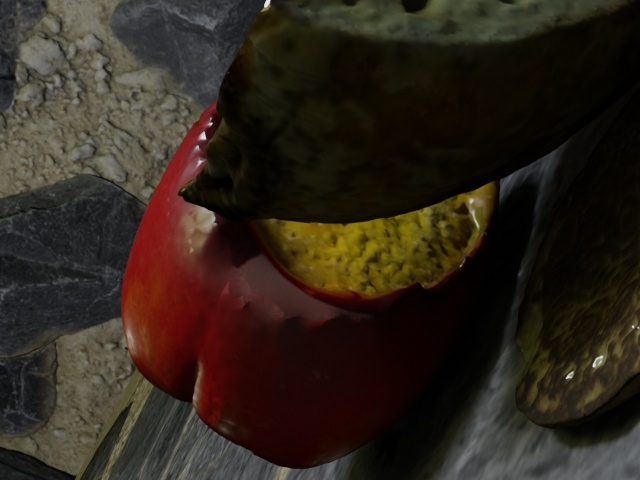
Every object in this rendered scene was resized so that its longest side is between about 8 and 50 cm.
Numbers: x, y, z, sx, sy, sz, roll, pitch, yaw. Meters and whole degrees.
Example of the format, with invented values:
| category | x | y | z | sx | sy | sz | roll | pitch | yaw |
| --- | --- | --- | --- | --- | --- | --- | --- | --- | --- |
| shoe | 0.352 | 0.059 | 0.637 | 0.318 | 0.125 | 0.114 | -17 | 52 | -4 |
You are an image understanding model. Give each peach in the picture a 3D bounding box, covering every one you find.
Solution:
| category | x | y | z | sx | sy | sz | roll | pitch | yaw |
| --- | --- | --- | --- | --- | --- | --- | --- | --- | --- |
| peach | 0.000 | 0.000 | 0.750 | 0.190 | 0.196 | 0.226 | 30 | 89 | 44 |

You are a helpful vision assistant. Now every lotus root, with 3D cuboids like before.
| category | x | y | z | sx | sy | sz | roll | pitch | yaw |
| --- | --- | --- | --- | --- | --- | --- | --- | --- | --- |
| lotus root | 0.082 | -0.104 | 0.639 | 0.314 | 0.142 | 0.210 | -51 | -6 | -25 |

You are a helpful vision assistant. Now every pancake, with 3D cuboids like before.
| category | x | y | z | sx | sy | sz | roll | pitch | yaw |
| --- | --- | --- | --- | --- | --- | --- | --- | --- | --- |
| pancake | 0.128 | -0.011 | 0.548 | 0.199 | 0.021 | 0.199 | -60 | 9 | 15 |
